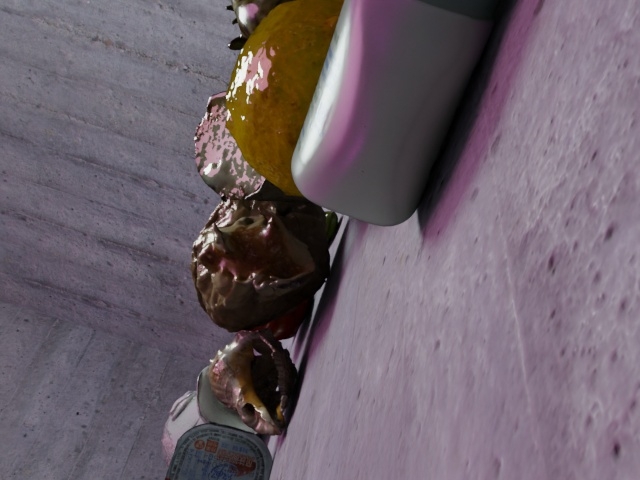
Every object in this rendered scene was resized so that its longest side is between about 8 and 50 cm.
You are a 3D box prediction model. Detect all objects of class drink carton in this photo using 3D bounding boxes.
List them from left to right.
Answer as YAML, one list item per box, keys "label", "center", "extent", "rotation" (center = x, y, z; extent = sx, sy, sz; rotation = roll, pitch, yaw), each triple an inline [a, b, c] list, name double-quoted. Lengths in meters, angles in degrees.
- label: "drink carton"
  center: [-0.192, 0.478, 1.547]
  extent: [0.189, 0.185, 0.191]
  rotation: [95, -174, -52]

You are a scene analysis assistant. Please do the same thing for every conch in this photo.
- label: "conch"
  center: [-0.116, 0.265, 1.525]
  extent: [0.245, 0.163, 0.178]
  rotation: [-128, 32, -49]

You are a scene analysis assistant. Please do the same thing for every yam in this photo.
- label: "yam"
  center: [-0.053, -0.161, 1.431]
  extent: [0.300, 0.195, 0.195]
  rotation: [-3, -60, -47]

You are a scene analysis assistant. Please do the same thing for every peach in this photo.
- label: "peach"
  center: [-0.104, 0.129, 1.791]
  extent: [0.154, 0.159, 0.267]
  rotation: [-59, 11, 21]

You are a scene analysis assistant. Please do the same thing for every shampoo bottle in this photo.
- label: "shampoo bottle"
  center: [0.088, -0.200, 0.814]
  extent: [0.222, 0.151, 0.349]
  rotation: [-68, -2, -64]

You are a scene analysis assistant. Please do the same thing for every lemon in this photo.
- label: "lemon"
  center: [-0.003, -0.200, 1.169]
  extent: [0.322, 0.268, 0.268]
  rotation: [122, 166, -45]

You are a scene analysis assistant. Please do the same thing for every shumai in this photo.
- label: "shumai"
  center: [-0.110, 0.068, 1.482]
  extent: [0.314, 0.267, 0.262]
  rotation: [-59, 13, 13]

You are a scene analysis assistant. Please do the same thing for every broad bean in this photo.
- label: "broad bean"
  center: [0.000, -0.003, 1.780]
  extent: [0.254, 0.046, 0.065]
  rotation: [112, 167, -56]

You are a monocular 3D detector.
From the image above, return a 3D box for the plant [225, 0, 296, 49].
- label: "plant"
  center: [0.004, -0.382, 1.308]
  extent: [0.251, 0.333, 0.180]
  rotation: [-10, 76, 52]

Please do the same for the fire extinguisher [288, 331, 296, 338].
- label: "fire extinguisher"
  center: [-0.064, 0.131, 1.966]
  extent: [0.099, 0.071, 0.231]
  rotation: [-34, 26, 34]

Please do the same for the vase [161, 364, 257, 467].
- label: "vase"
  center: [-0.242, 0.439, 1.913]
  extent: [0.445, 0.250, 0.250]
  rotation: [122, 166, -54]
